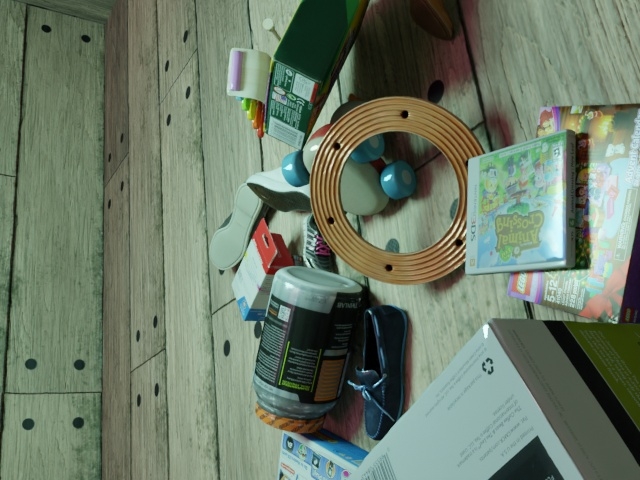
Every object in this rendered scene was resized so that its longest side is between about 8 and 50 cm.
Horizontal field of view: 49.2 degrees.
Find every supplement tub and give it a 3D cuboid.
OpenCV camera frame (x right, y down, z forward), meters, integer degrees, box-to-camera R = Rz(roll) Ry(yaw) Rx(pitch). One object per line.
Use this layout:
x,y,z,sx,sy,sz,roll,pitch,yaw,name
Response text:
-0.033,0.226,1.466,0.193,0.194,0.316,27,106,57,supplement tub

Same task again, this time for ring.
0.139,-0.085,1.238,0.337,0.032,0.336,6,106,23,ring

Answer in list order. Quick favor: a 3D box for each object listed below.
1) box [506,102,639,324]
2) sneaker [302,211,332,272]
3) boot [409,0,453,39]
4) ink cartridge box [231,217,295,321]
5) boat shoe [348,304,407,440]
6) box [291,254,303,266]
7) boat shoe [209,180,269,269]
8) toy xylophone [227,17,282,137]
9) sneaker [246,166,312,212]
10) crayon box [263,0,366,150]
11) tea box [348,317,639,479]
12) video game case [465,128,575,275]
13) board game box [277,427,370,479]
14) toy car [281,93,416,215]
0.377,-0.042,0.982,0.201,0.057,0.293,15,97,59,box
0.000,0.000,1.582,0.075,0.063,0.170,128,142,-49,sneaker
0.220,-0.489,1.299,0.152,0.197,0.073,-48,22,-16,boot
-0.135,0.073,1.720,0.231,0.078,0.134,-62,36,32,ink cartridge box
0.100,0.252,1.343,0.109,0.089,0.258,-11,75,58,boat shoe
-0.073,0.115,1.712,0.094,0.027,0.137,-34,56,50,box
-0.207,-0.044,1.926,0.112,0.095,0.335,42,131,12,boat shoe
-0.143,-0.408,1.763,0.322,0.081,0.236,52,-136,-74,toy xylophone
-0.063,-0.140,1.684,0.290,0.106,0.123,12,59,50,sneaker
0.002,-0.388,1.390,0.313,0.106,0.363,-64,1,-13,crayon box
0.270,0.279,0.834,0.329,0.324,0.220,-57,40,34,tea box
0.293,-0.049,1.046,0.212,0.023,0.193,-12,73,62,video game case
0.013,0.564,1.423,0.308,0.086,0.302,6,89,59,board game box
0.080,-0.194,1.429,0.219,0.210,0.238,-16,40,43,toy car
